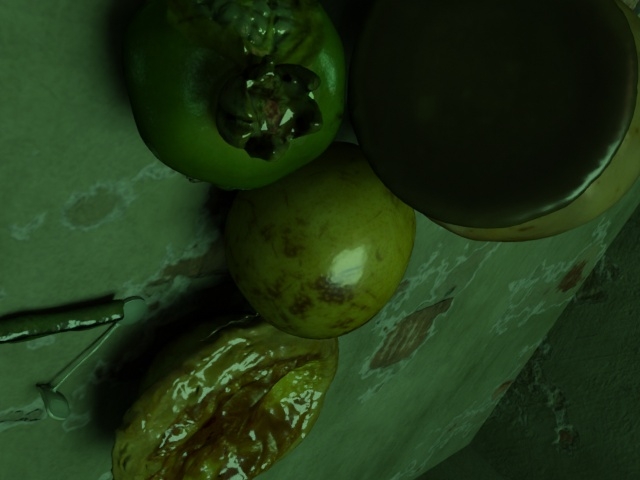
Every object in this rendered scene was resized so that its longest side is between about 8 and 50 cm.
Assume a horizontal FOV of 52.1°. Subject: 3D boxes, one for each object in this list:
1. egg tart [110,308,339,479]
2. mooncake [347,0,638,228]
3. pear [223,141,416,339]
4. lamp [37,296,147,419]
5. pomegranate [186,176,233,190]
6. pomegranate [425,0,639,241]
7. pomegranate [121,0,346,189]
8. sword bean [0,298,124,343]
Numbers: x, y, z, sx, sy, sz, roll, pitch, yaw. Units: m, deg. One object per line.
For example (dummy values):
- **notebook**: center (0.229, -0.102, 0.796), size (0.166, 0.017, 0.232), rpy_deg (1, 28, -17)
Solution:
- **egg tart**: center (-0.166, 0.263, 1.110), size (0.443, 0.178, 0.443), rpy_deg (-29, 143, -24)
- **mooncake**: center (0.172, -0.156, 0.694), size (0.284, 0.284, 0.155), rpy_deg (-55, 170, 14)
- **pear**: center (0.000, 0.000, 0.922), size (0.280, 0.280, 0.281), rpy_deg (-31, 146, -24)
- **lamp**: center (-0.318, 0.164, 0.937), size (0.198, 0.056, 0.050), rpy_deg (-47, 146, -6)
- **pomegranate**: center (-0.127, -0.095, 0.852), size (0.073, 0.073, 0.084), rpy_deg (-4, 147, -48)
- **pomegranate**: center (0.275, -0.190, 0.924), size (0.411, 0.411, 0.412), rpy_deg (-31, 146, -24)
- **pomegranate**: center (-0.073, -0.146, 0.644), size (0.235, 0.302, 0.236), rpy_deg (-9, 121, -15)
- **sword bean**: center (-0.372, 0.109, 0.818), size (0.269, 0.038, 0.043), rpy_deg (-6, 136, -46)
